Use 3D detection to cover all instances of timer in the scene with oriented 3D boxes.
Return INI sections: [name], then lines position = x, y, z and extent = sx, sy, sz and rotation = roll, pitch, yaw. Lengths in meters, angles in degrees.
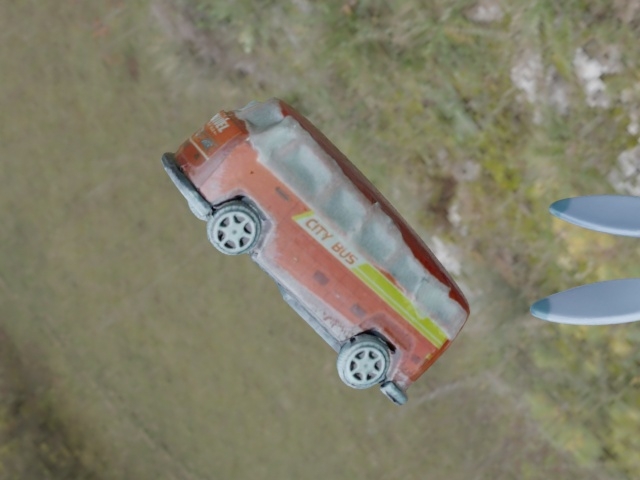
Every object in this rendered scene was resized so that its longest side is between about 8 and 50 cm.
[timer]
position = 0.317, 0.026, 1.101
extent = 0.255, 0.175, 0.175
rotation = -20, 107, 36

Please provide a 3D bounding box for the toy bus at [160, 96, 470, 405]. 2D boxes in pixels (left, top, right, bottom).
[toy bus]
position = 0.000, 0.000, 1.099
extent = 0.265, 0.120, 0.121
rotation = 46, -176, -22
